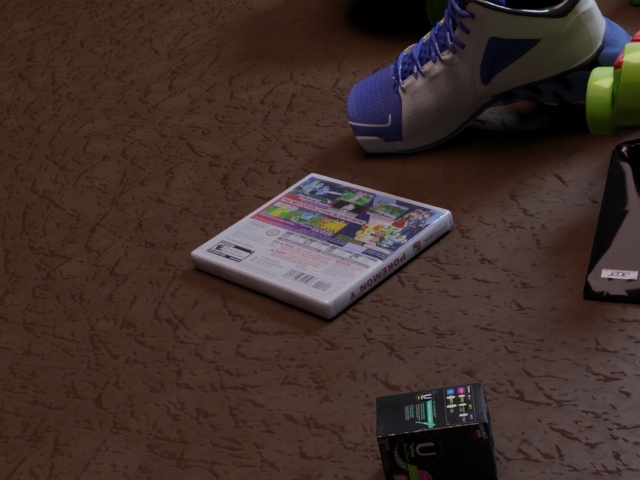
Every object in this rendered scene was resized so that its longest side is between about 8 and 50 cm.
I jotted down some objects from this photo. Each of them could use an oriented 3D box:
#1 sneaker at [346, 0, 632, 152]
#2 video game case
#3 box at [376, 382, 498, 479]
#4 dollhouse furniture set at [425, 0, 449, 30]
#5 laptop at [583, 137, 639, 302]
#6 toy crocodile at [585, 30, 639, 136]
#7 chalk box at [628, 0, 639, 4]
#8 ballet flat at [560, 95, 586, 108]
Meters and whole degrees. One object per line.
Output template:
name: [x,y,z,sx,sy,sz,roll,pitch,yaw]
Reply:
sneaker: [0.161,-0.221,1.393,0.315,0.182,0.127,-15,45,23]
video game case: [0.000,0.000,1.303,0.201,0.023,0.183,18,42,43]
box: [0.087,0.150,0.972,0.083,0.062,0.052,-9,29,7]
dollhouse furniture set: [0.190,-0.340,1.766,0.076,0.059,0.152,8,36,32]
laptop: [0.393,-0.024,1.198,0.234,0.137,0.264,4,9,26]
toy crocodile: [0.342,-0.171,1.264,0.115,0.105,0.340,4,22,28]
chalk box: [0.471,-0.377,1.646,0.213,0.132,0.132,17,41,42]
ballet flat: [0.276,-0.186,1.455,0.068,0.072,0.213,-25,33,-31]
